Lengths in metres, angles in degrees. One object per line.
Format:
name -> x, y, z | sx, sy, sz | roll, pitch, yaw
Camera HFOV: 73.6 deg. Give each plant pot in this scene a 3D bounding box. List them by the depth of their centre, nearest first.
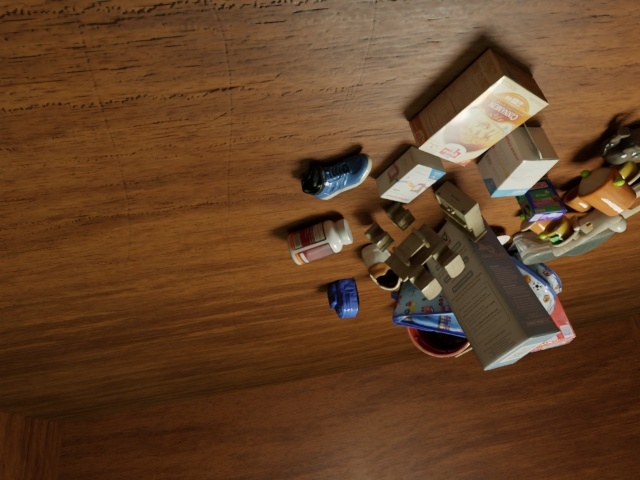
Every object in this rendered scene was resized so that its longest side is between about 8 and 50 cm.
plant pot -> 0.518, 0.330, 1.748 | 0.272, 0.272, 0.265 | -24, 159, 22

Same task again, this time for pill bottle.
pill bottle -> 0.000, 0.000, 1.074 | 0.152, 0.086, 0.086 | -19, 152, 14

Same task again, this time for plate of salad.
plate of salad -> 0.496, 0.021, 1.354 | 0.200, 0.048, 0.200 | -16, 162, -6

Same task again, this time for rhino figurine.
rhino figurine -> 0.750, -0.226, 0.957 | 0.243, 0.073, 0.106 | -12, 166, -3

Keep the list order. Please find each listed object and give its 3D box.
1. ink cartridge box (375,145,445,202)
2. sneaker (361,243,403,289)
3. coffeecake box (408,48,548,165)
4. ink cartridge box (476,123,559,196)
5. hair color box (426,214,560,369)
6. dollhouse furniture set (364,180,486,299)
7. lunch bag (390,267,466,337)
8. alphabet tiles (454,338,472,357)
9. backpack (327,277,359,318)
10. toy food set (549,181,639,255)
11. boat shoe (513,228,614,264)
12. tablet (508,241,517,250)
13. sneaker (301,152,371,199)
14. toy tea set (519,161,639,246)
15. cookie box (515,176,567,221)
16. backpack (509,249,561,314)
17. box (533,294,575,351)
ink cartridge box -> 0.193, -0.138, 0.926 | 0.089, 0.052, 0.122 | 8, 148, -33
sneaker -> 0.214, 0.111, 1.333 | 0.106, 0.123, 0.290 | -27, 150, 23
coffeecake box -> 0.280, -0.228, 0.772 | 0.142, 0.068, 0.185 | 9, 147, -36
ink cartridge box -> 0.421, -0.171, 0.909 | 0.090, 0.092, 0.143 | -4, 152, -16
hair color box -> 0.432, 0.126, 1.142 | 0.114, 0.374, 0.185 | -4, 144, -26
dollhouse furniture set -> 0.276, 0.000, 1.059 | 0.242, 0.212, 0.161 | -44, 146, 3
lunch bag -> 0.370, 0.184, 1.385 | 0.293, 0.221, 0.138 | 0, 128, 23
alphabet tiles -> 0.686, 0.360, 1.874 | 0.011, 0.285, 0.342 | 30, 147, 4
backpack -> 0.079, 0.205, 1.456 | 0.101, 0.120, 0.098 | -8, 153, -7
toy food set -> 0.818, -0.062, 1.193 | 0.306, 0.092, 0.219 | -22, 161, -26
boat shoe -> 0.784, -0.008, 1.372 | 0.321, 0.103, 0.118 | -14, 152, -4
tablet -> 0.673, 0.011, 1.450 | 0.054, 0.006, 0.083 | -12, 153, 0
sneaker -> 0.026, -0.132, 0.863 | 0.152, 0.058, 0.085 | -26, 159, 38
toy tea set -> 0.645, -0.105, 1.106 | 0.124, 0.200, 0.336 | 40, 138, -1
cookie box -> 0.544, -0.104, 1.070 | 0.092, 0.107, 0.040 | -6, 150, -11
backpack -> 0.688, 0.160, 1.468 | 0.213, 0.276, 0.263 | -56, 147, 3
box -> 0.852, 0.269, 1.690 | 0.154, 0.299, 0.142 | -18, 152, 11
